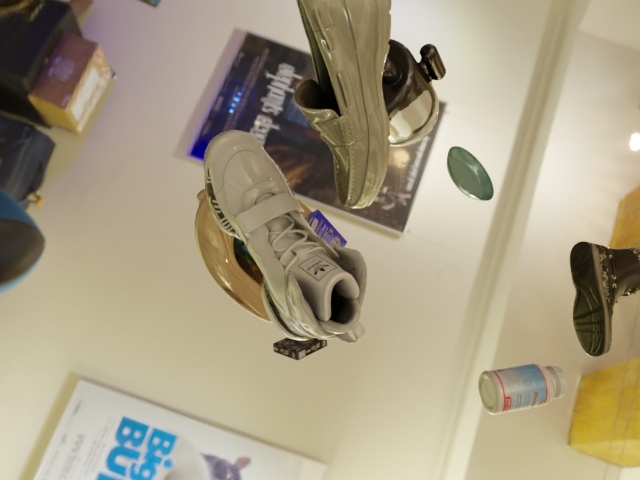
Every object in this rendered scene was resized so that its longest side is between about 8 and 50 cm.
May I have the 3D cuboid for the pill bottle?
[{"bbox_3d":[0.405,0.293,1.343,0.087,0.160,0.087,174,-90,-76],"label":"pill bottle"}]

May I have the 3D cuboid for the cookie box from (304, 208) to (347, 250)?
[{"bbox_3d":[0.000,0.000,1.507,0.040,0.107,0.092,-21,-151,43],"label":"cookie box"}]

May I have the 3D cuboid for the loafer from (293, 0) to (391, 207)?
[{"bbox_3d":[0.021,-0.173,0.822,0.112,0.111,0.320,-120,-160,-50],"label":"loafer"}]

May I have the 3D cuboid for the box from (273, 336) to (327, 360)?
[{"bbox_3d":[-0.039,0.200,1.289,0.083,0.067,0.018,-19,111,-45],"label":"box"}]

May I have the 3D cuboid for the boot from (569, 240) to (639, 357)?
[{"bbox_3d":[0.616,0.119,1.400,0.085,0.178,0.237,160,-72,-63],"label":"boot"}]

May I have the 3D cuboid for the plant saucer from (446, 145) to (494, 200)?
[{"bbox_3d":[0.268,-0.118,1.225,0.021,0.119,0.119,-39,-160,39],"label":"plant saucer"}]

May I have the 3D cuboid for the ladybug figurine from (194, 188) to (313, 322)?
[{"bbox_3d":[-0.143,0.028,1.698,0.305,0.449,0.162,-50,-160,-19],"label":"ladybug figurine"}]

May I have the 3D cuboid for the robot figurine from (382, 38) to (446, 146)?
[{"bbox_3d":[0.137,-0.294,1.357,0.278,0.209,0.174,29,66,-60],"label":"robot figurine"}]

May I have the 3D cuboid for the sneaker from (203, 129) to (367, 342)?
[{"bbox_3d":[-0.044,-0.003,1.014,0.137,0.366,0.210,-29,-165,-23],"label":"sneaker"}]
